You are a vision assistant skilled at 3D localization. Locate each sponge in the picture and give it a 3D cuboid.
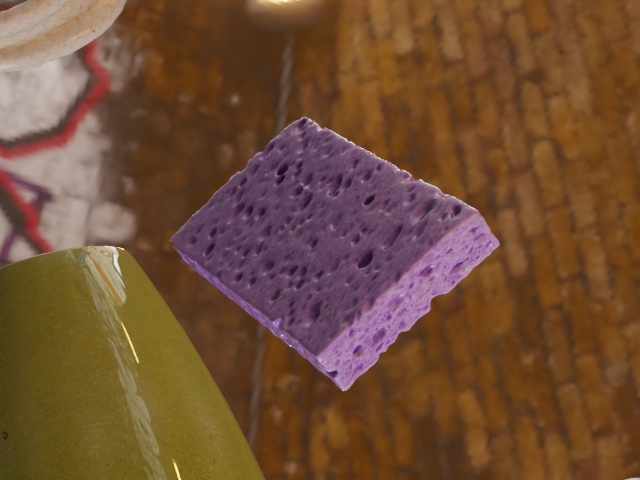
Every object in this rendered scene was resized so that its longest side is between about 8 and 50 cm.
[{"bbox_3d":[0.000,0.000,0.956,0.117,0.031,0.210,-44,-149,-8],"label":"sponge"}]

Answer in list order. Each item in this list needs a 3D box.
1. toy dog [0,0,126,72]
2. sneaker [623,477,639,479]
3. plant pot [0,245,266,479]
[{"bbox_3d":[-0.206,0.004,0.538,0.161,0.220,0.333,128,-23,-60],"label":"toy dog"},{"bbox_3d":[0.252,0.174,0.824,0.086,0.237,0.085,-62,163,-2],"label":"sneaker"},{"bbox_3d":[-0.182,0.164,1.324,0.275,0.275,0.293,-38,-115,55],"label":"plant pot"}]
